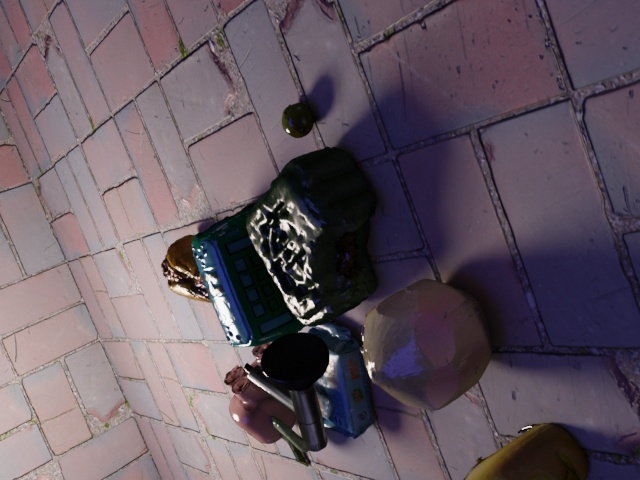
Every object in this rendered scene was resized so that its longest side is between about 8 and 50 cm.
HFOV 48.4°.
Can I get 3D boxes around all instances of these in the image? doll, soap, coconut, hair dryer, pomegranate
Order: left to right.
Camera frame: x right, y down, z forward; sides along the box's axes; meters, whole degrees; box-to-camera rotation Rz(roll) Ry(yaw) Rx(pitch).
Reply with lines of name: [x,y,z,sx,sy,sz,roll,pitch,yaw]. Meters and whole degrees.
doll: [-0.134,0.452,1.982,0.268,0.216,0.284,52,171,-27]
hair dryer: [-0.110,0.352,1.722,0.284,0.156,0.320,20,136,23]
pomegranate: [-0.047,-0.249,1.478,0.084,0.073,0.073,-100,-6,-75]
soap: [0.044,0.334,1.721,0.156,0.077,0.293,15,122,51]
coconut: [0.184,0.190,1.294,0.227,0.230,0.227,32,134,40]

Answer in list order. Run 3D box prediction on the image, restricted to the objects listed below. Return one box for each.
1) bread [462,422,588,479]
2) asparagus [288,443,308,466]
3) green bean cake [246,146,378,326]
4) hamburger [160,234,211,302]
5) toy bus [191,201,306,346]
bread: [0.357,0.453,1.298,0.158,0.156,0.261,53,146,19]
asparagus: [-0.105,0.579,2.133,0.236,0.027,0.034,55,135,14]
green bean cake: [0.000,0.000,1.482,0.300,0.169,0.308,58,145,10]
hamburger: [-0.345,0.082,2.017,0.282,0.245,0.156,-83,-20,-63]
toy bus: [-0.184,0.097,1.773,0.183,0.199,0.344,-16,96,57]
